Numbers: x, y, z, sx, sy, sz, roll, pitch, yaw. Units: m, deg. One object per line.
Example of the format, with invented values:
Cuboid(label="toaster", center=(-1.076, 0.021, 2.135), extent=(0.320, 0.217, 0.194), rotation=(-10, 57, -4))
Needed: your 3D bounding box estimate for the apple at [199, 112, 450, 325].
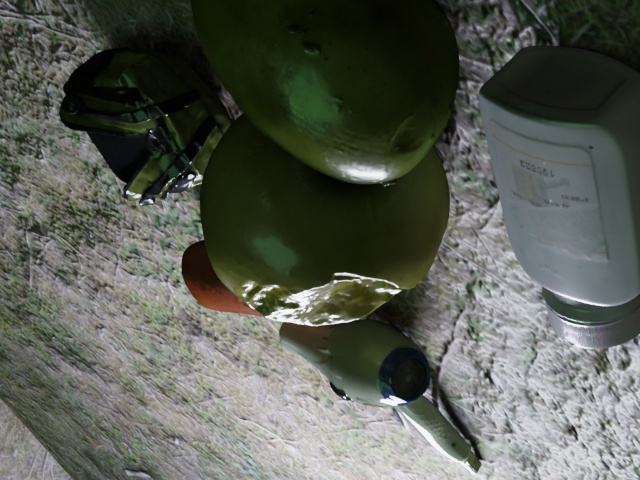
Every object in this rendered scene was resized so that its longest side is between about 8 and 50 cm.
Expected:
Cuboid(label="apple", center=(-0.001, -0.033, 1.508), extent=(0.279, 0.279, 0.279), rotation=(33, 150, 22))

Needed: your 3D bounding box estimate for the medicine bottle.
Cuboid(label="medicine bottle", center=(0.248, -0.034, 1.324), extent=(0.161, 0.111, 0.296), rotation=(22, 143, 40))

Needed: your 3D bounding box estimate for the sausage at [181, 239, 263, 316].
Cuboid(label="sausage", center=(-0.087, 0.049, 1.896), extent=(0.259, 0.113, 0.113), rotation=(1, 130, 55))

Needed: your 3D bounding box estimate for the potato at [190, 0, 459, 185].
Cuboid(label="potato", center=(0.003, -0.193, 1.342), extent=(0.304, 0.216, 0.216), rotation=(48, 155, 20))

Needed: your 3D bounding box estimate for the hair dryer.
Cuboid(label="hair dryer", center=(0.065, 0.189, 1.915), extent=(0.296, 0.119, 0.298), rotation=(29, 162, 40))

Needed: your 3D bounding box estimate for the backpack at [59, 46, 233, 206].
Cuboid(label="backpack", center=(-0.215, -0.148, 1.765), extent=(0.207, 0.140, 0.253), rotation=(53, 156, -20))
